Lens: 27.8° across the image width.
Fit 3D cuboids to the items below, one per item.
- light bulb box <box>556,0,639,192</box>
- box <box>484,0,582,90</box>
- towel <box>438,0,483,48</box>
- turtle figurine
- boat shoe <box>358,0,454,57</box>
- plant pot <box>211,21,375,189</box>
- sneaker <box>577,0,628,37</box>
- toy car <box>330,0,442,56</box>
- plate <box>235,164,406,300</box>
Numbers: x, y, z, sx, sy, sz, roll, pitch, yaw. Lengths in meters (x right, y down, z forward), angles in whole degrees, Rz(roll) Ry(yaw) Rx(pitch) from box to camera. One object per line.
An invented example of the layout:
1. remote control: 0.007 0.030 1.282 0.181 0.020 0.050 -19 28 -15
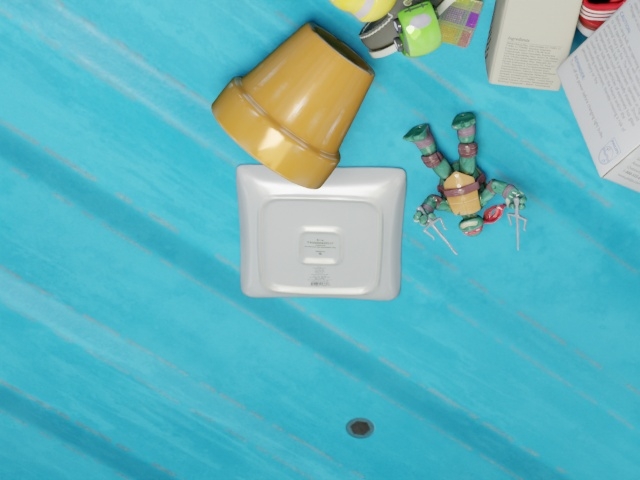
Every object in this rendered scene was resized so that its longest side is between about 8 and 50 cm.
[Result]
1. light bulb box: 0.590 -0.224 1.769 0.358 0.225 0.361 17 133 -35
2. box: 0.311 -0.355 1.837 0.113 0.094 0.275 7 127 -3
3. towel: 0.202 -0.326 1.917 0.060 0.009 0.083 14 126 -7
4. turtle figurine: 0.222 -0.078 2.040 0.175 0.118 0.234 -21 109 0
5. boat shoe: 0.147 -0.362 1.810 0.091 0.109 0.305 37 139 -18
6. plant pot: -0.025 -0.211 1.911 0.205 0.205 0.188 33 107 -21
7. sneaker: 0.472 -0.332 1.817 0.221 0.087 0.128 -9 171 8
8. toy car: 0.133 -0.304 1.706 0.239 0.053 0.225 -21 154 -4
9. plate: 0.000 0.000 2.153 0.277 0.045 0.278 1 128 1
